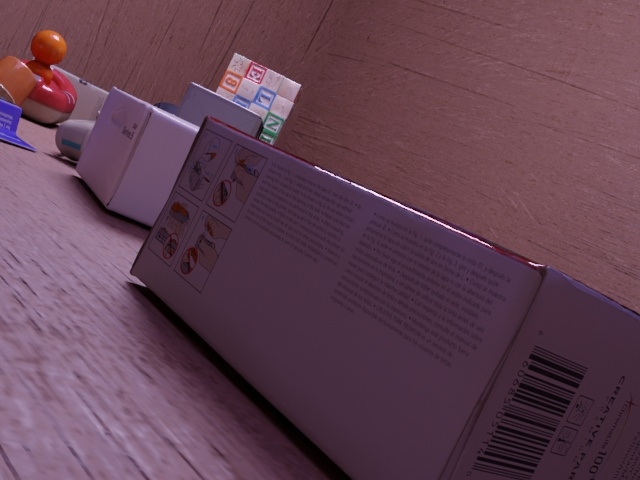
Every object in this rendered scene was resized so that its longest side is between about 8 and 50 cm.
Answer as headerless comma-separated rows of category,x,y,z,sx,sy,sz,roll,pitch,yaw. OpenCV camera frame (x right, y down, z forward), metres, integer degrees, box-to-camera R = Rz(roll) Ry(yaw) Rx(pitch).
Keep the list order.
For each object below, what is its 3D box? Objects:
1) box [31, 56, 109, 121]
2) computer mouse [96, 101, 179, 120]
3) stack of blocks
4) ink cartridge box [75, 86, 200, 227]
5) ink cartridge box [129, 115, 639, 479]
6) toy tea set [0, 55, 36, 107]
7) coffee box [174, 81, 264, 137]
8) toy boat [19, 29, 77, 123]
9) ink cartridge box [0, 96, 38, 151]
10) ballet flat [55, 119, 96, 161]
box,-0.521,-0.302,1.744,0.275,0.094,0.113,28,4,24
computer mouse,-0.326,-0.218,1.494,0.184,0.060,0.262,24,-20,-9
stack of blocks,-0.182,-0.258,1.854,0.171,0.297,0.087,27,2,0
ink cartridge box,-0.122,-0.059,0.920,0.273,0.114,0.198,24,4,-30
ink cartridge box,0.071,0.058,0.520,0.272,0.130,0.309,24,4,-41
toy tea set,-0.595,-0.286,1.200,0.336,0.124,0.200,24,-27,23
coffee box,-0.175,-0.138,1.257,0.119,0.168,0.297,26,4,-6
toy boat,-0.494,-0.295,1.398,0.151,0.151,0.231,26,4,-13
ink cartridge box,-0.456,-0.181,0.921,0.208,0.045,0.206,29,4,24
ballet flat,-0.303,-0.136,1.126,0.086,0.086,0.248,26,5,2
